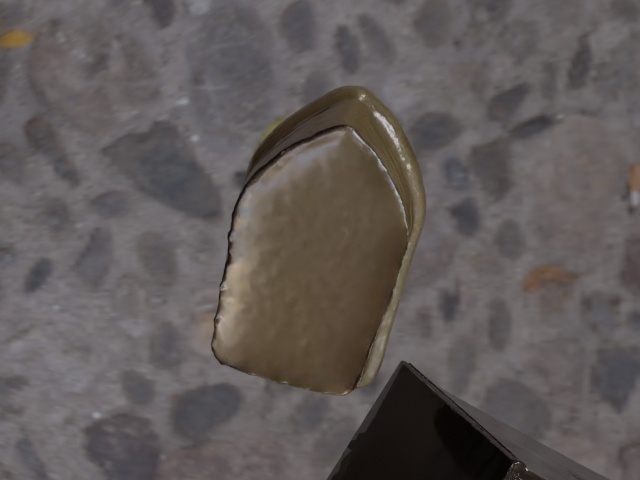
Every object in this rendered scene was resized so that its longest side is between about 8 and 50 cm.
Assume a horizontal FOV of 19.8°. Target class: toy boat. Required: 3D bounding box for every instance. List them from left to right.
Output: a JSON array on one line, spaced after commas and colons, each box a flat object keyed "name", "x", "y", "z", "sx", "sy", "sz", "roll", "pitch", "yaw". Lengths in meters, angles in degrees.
[{"name": "toy boat", "x": 0.000, "y": 0.000, "z": 1.116, "sx": 0.116, "sy": 0.061, "sz": 0.188, "roll": 15, "pitch": 105, "yaw": 5}]

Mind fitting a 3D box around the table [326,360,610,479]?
[{"name": "table", "x": 0.111, "y": 0.213, "z": 1.176, "sx": 0.193, "sy": 0.172, "sz": 0.169, "roll": 29, "pitch": 95, "yaw": -27}]
